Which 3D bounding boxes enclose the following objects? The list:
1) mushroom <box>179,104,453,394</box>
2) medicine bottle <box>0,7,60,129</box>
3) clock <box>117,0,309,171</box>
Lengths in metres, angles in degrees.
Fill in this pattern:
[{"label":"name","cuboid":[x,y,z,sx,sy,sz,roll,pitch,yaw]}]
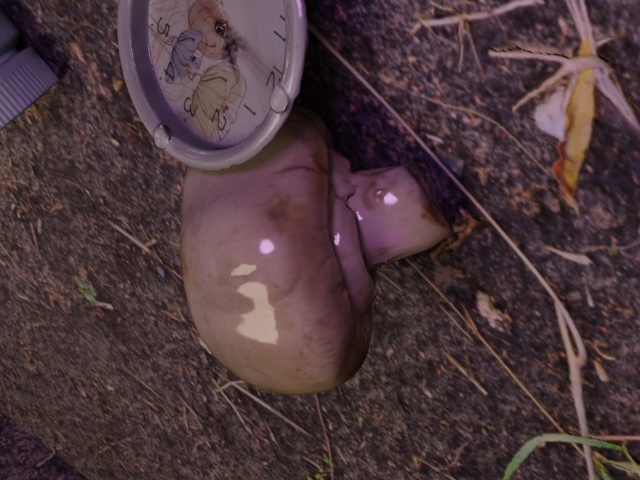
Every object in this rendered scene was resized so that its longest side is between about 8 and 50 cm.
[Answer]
[{"label":"mushroom","cuboid":[0.000,0.000,1.258,0.254,0.234,0.260,-7,-93,-80]},{"label":"medicine bottle","cuboid":[-0.444,-0.248,1.555,0.318,0.158,0.158,51,152,-11]},{"label":"clock","cuboid":[-0.082,-0.177,1.187,0.236,0.053,0.237,9,103,43]}]
